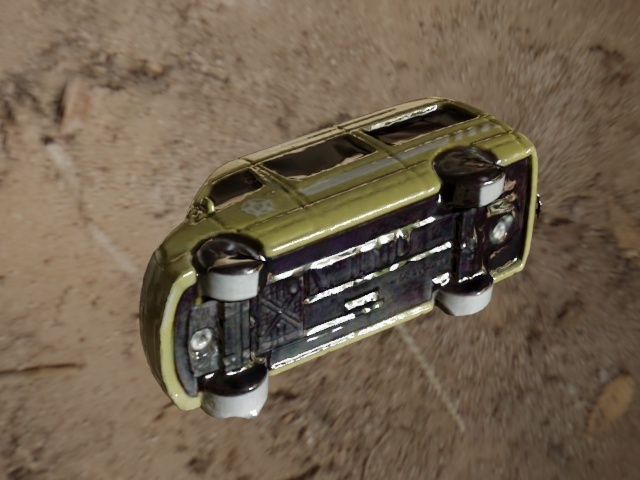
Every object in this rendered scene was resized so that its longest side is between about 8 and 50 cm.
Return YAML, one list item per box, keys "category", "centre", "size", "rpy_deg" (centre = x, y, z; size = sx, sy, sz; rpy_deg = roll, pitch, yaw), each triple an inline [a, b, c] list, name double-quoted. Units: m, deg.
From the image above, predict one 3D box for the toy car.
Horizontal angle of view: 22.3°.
- category: "toy car"
  centre: [0.000, 0.000, 0.930]
  size: [0.256, 0.124, 0.101]
  rpy_deg: [-20, 129, -28]
